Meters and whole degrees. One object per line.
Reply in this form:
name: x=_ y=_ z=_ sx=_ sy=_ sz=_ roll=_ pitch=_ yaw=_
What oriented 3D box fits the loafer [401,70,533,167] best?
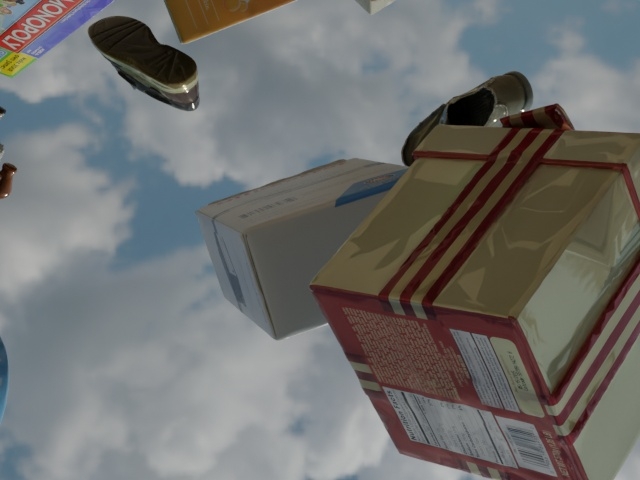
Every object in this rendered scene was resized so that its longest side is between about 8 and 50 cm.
loafer: x=0.201 y=-0.175 z=1.953 sx=0.087 sy=0.251 sz=0.094 roll=-10 pitch=-112 yaw=-47

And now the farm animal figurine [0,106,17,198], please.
farm animal figurine: x=-0.570 y=-0.105 z=1.662 sx=0.330 sy=0.172 sz=0.327 roll=24 pitch=-160 yaw=-23

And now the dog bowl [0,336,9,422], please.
dog bowl: x=-0.402 y=0.119 z=1.351 sx=0.074 sy=0.166 sz=0.297 roll=15 pitch=-159 yaw=-37

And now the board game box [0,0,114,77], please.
board game box: x=-0.402 y=-0.302 z=1.589 sx=0.213 sy=0.046 sz=0.317 roll=21 pitch=155 yaw=-32

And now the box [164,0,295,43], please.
box: x=-0.077 y=-0.447 z=1.821 sx=0.345 sy=0.215 sz=0.168 roll=-22 pitch=-157 yaw=-1

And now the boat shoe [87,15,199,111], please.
boat shoe: x=-0.241 y=-0.238 z=1.780 sx=0.080 sy=0.073 sz=0.223 roll=-34 pitch=-133 yaw=-26

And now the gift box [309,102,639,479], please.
gift box: x=0.196 y=0.054 z=1.130 sx=0.276 sy=0.255 sz=0.258 roll=11 pitch=-132 yaw=39

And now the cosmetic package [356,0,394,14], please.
cosmetic package: x=0.112 y=-0.535 z=2.161 sx=0.160 sy=0.309 sz=0.113 roll=-36 pitch=-112 yaw=-14

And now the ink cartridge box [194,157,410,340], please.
ink cartridge box: x=0.000 y=0.000 z=1.506 sx=0.223 sy=0.129 sz=0.307 roll=-19 pitch=-170 yaw=-12
